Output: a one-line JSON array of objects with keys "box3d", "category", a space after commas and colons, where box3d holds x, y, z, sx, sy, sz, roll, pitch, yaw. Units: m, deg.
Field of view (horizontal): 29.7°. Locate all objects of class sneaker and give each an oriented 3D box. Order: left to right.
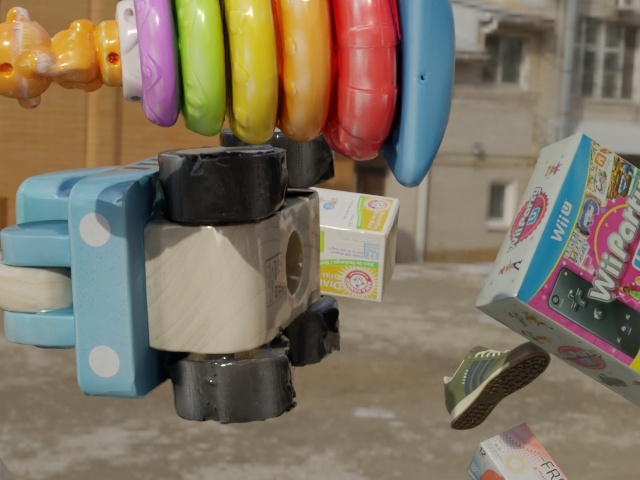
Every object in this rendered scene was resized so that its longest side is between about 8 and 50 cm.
[{"box3d": [0.227, 0.172, 1.628, 0.064, 0.086, 0.192, 13, -45, -31], "category": "sneaker"}]

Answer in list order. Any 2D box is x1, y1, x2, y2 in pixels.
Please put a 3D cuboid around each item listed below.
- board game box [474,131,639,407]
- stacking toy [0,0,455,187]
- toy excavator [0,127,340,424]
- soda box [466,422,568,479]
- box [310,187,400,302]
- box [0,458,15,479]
[{"box3d": [0.362, 0.049, 1.425, 0.303, 0.224, 0.097, 30, -18, -14], "category": "board game box"}, {"box3d": [-0.076, -0.126, 0.802, 0.302, 0.175, 0.165, -6, 28, -9], "category": "stacking toy"}, {"box3d": [-0.238, 0.032, 1.033, 0.445, 0.222, 0.433, 0, 11, 16], "category": "toy excavator"}, {"box3d": [0.224, 0.274, 1.198, 0.063, 0.058, 0.183, -19, 55, -26], "category": "soda box"}, {"box3d": [0.000, 0.000, 1.657, 0.203, 0.114, 0.103, 8, 32, 11], "category": "box"}, {"box3d": [-0.409, 0.355, 1.409, 0.127, 0.231, 0.262, -24, 45, -9], "category": "box"}]
